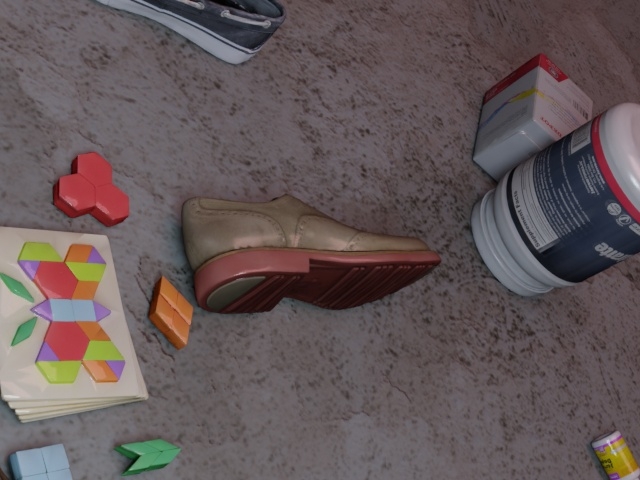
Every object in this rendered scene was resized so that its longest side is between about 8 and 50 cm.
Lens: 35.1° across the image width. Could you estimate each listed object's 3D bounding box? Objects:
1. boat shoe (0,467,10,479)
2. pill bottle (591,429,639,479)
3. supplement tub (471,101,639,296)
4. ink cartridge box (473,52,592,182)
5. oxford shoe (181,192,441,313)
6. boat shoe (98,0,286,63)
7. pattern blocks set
[{"bbox_3d":[-0.260,0.223,0.781,0.190,0.068,0.072,47,52,5],"label":"boat shoe"},{"bbox_3d":[0.411,0.307,1.393,0.043,0.043,0.083,-16,76,-49],"label":"pill bottle"},{"bbox_3d":[0.366,-0.050,1.413,0.191,0.272,0.191,24,49,-32],"label":"supplement tub"},{"bbox_3d":[0.331,-0.171,1.573,0.128,0.127,0.176,39,42,-20],"label":"ink cartridge box"},{"bbox_3d":[0.000,0.000,1.139,0.348,0.123,0.130,3,57,-45],"label":"oxford shoe"},{"bbox_3d":[-0.175,-0.312,1.188,0.301,0.102,0.108,26,48,-31],"label":"boat shoe"},{"bbox_3d":[-0.235,0.068,0.922,0.285,0.026,0.324,-15,73,-48],"label":"pattern blocks set"}]
